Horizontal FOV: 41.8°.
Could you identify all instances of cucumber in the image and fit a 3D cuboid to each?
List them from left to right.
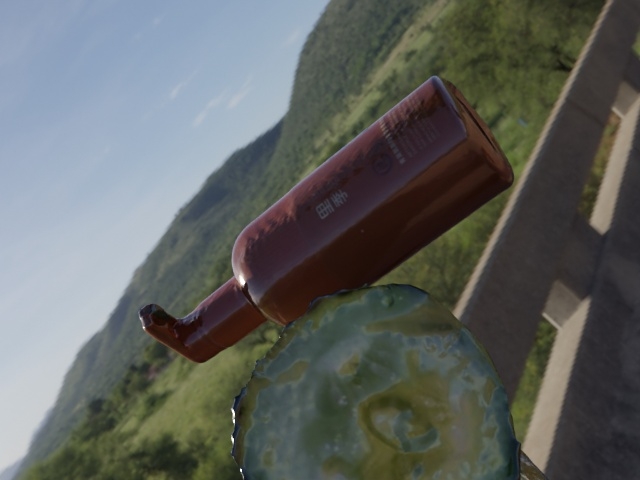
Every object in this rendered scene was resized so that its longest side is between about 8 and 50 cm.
[{"bbox_3d":[0.024,0.107,0.485,0.134,0.134,0.244,-49,-8,-9],"label":"cucumber"}]

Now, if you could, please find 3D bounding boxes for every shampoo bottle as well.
[{"bbox_3d":[0.001,0.001,0.527,0.244,0.085,0.085,-36,7,16],"label":"shampoo bottle"}]

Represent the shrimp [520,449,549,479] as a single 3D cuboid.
[{"bbox_3d":[0.239,0.291,0.810,0.051,0.217,0.150,-31,-19,-13],"label":"shrimp"}]
